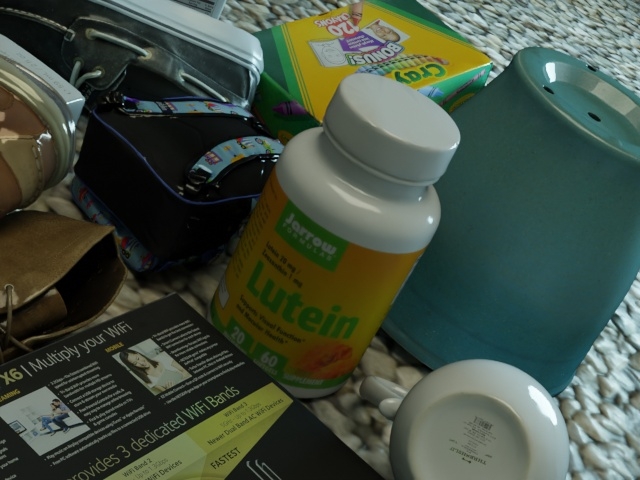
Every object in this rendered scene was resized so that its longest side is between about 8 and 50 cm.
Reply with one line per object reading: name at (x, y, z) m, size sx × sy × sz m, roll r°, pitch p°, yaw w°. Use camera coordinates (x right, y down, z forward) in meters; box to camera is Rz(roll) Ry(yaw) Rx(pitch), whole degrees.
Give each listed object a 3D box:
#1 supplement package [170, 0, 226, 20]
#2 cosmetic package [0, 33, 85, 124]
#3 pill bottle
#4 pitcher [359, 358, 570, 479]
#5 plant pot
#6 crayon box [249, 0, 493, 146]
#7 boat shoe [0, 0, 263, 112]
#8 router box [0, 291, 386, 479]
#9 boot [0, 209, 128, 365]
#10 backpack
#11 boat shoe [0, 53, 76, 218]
supplement package at (-0.194, -0.346, 1.226) m, size 0.198 × 0.262 × 0.199 m, roll 17°, pitch 31°, yaw -18°
cosmetic package at (-0.320, -0.095, 0.925) m, size 0.117 × 0.085 × 0.231 m, roll 35°, pitch 30°, yaw 11°
pill bottle at (0.012, -0.004, 0.887) m, size 0.136 × 0.245 × 0.136 m, roll 20°, pitch 31°, yaw -13°
pitcher at (0.098, 0.144, 0.831) m, size 0.178 × 0.125 × 0.207 m, roll 19°, pitch -2°, yaw 15°
plant pot at (0.197, -0.031, 1.052) m, size 0.272 × 0.255 × 0.271 m, roll 22°, pitch 32°, yaw -15°
crayon box at (0.044, -0.190, 1.294) m, size 0.278 × 0.081 × 0.165 m, roll -24°, pitch 56°, yaw -35°
boat shoe at (-0.212, -0.187, 1.106) m, size 0.335 × 0.121 × 0.119 m, roll 12°, pitch 67°, yaw -21°
router box at (-0.117, 0.174, 0.678) m, size 0.243 × 0.081 × 0.309 m, roll 40°, pitch 32°, yaw 19°
boot at (-0.233, 0.050, 0.715) m, size 0.115 × 0.112 × 0.305 m, roll 0°, pitch 23°, yaw 21°
backpack at (-0.114, -0.058, 0.998) m, size 0.158 × 0.117 × 0.173 m, roll 43°, pitch 34°, yaw 25°
boat shoe at (-0.331, -0.111, 0.756) m, size 0.324 × 0.123 × 0.116 m, roll 24°, pitch 38°, yaw -1°
